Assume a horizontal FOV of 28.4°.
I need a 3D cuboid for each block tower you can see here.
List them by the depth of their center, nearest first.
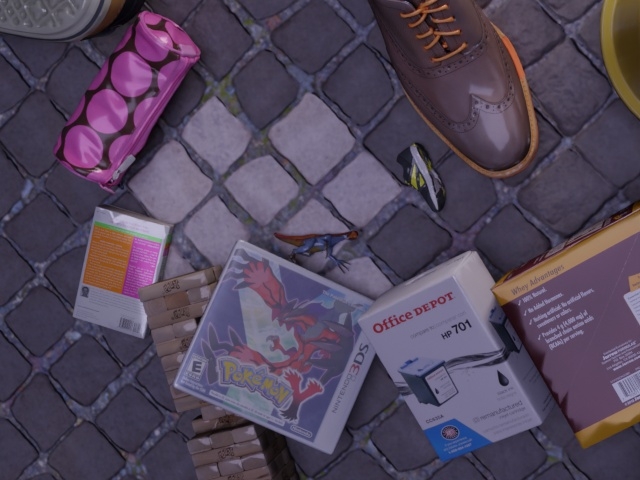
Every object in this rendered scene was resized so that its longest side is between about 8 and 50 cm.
[{"bbox_3d":[-0.110,0.200,1.497,0.097,0.091,0.335,-16,92,17],"label":"block tower"}]

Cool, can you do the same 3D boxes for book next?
[{"bbox_3d":[-0.241,0.038,1.546,0.096,0.035,0.144,17,100,10],"label":"book"}]

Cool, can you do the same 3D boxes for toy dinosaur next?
[{"bbox_3d":[0.000,0.000,1.473,0.082,0.047,0.090,-35,75,-2],"label":"toy dinosaur"}]

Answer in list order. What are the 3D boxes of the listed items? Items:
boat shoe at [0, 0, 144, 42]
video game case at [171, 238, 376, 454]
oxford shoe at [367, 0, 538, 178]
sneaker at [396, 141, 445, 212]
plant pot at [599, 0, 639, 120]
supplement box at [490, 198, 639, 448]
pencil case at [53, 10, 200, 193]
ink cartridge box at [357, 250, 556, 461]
[{"bbox_3d":[-0.421,-0.336,1.496,0.500,0.156,0.186,17,104,25],"label":"boat shoe"},{"bbox_3d":[-0.041,0.122,1.441,0.201,0.023,0.183,25,83,-9],"label":"video game case"},{"bbox_3d":[0.116,-0.227,1.366,0.130,0.133,0.363,-31,88,16],"label":"oxford shoe"},{"bbox_3d":[0.115,-0.069,1.441,0.035,0.031,0.083,-24,85,30],"label":"sneaker"},{"bbox_3d":[0.398,-0.210,1.238,0.254,0.239,0.253,2,97,16],"label":"plant pot"},{"bbox_3d":[0.317,0.082,1.347,0.191,0.129,0.194,-30,88,17],"label":"supplement box"},{"bbox_3d":[-0.223,-0.162,1.489,0.209,0.095,0.098,-57,47,15],"label":"pencil case"},{"bbox_3d":[0.152,0.128,1.397,0.140,0.082,0.190,-29,97,32],"label":"ink cartridge box"}]
